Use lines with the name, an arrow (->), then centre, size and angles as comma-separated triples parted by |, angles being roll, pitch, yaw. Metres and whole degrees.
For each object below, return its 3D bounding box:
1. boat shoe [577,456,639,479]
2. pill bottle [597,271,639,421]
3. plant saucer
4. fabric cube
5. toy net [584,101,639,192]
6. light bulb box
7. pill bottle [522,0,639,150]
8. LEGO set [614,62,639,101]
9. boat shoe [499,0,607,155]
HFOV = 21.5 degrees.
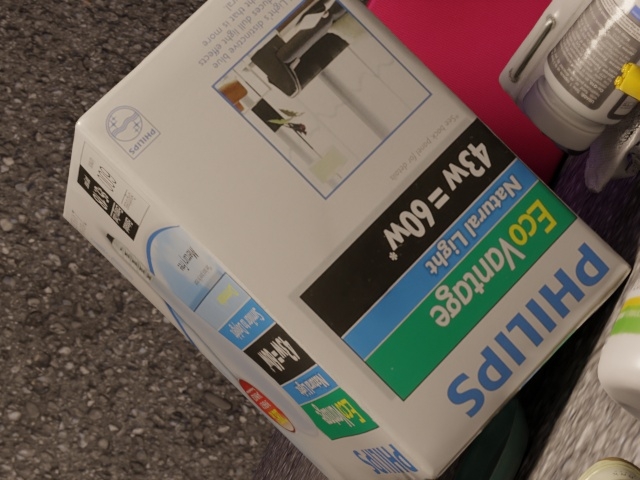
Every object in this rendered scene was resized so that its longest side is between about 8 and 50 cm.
boat shoe -> 0.133, 0.181, 0.925 | 0.135, 0.050, 0.045 | -61, -2, 13
pill bottle -> 0.214, -0.027, 0.624 | 0.246, 0.136, 0.136 | -62, 3, -8
plant saucer -> 0.129, 0.174, 1.276 | 0.119, 0.021, 0.119 | -62, 4, 8
fabric cube -> 0.155, -0.191, 1.810 | 0.258, 0.254, 0.259 | -63, 3, -7
toy net -> 0.281, -0.134, 1.316 | 0.232, 0.045, 0.122 | -65, 18, -4
light bulb box -> 0.000, 0.000, 1.356 | 0.225, 0.361, 0.358 | -45, -1, -14
pill bottle -> 0.220, -0.138, 1.286 | 0.137, 0.078, 0.078 | -52, 8, 31
LEGO set -> 0.248, -0.110, 1.126 | 0.087, 0.093, 0.227 | -62, 4, 4
boat shoe -> 0.256, -0.261, 1.442 | 0.136, 0.156, 0.367 | -19, -36, -47
